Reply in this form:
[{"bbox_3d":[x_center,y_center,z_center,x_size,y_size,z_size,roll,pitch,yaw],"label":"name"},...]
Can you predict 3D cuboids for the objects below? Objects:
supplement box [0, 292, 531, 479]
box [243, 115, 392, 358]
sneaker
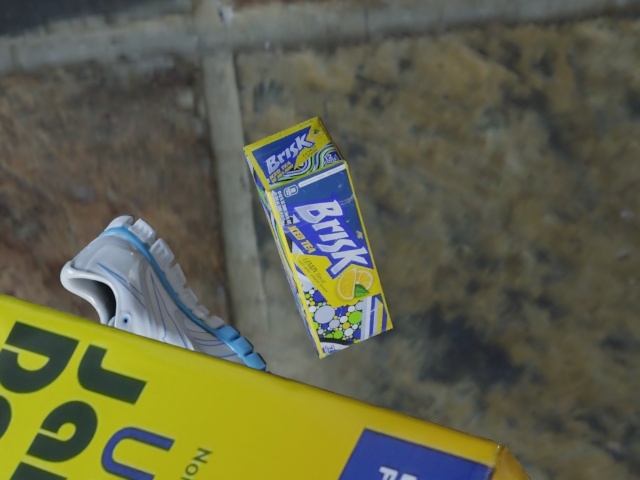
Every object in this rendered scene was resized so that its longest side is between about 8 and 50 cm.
[{"bbox_3d":[-0.095,0.154,0.629,0.356,0.195,0.194,13,64,31],"label":"supplement box"},{"bbox_3d":[0.000,0.000,1.127,0.059,0.169,0.054,-23,45,-6],"label":"box"},{"bbox_3d":[-0.110,0.076,1.143,0.191,0.071,0.083,47,50,9],"label":"sneaker"}]
